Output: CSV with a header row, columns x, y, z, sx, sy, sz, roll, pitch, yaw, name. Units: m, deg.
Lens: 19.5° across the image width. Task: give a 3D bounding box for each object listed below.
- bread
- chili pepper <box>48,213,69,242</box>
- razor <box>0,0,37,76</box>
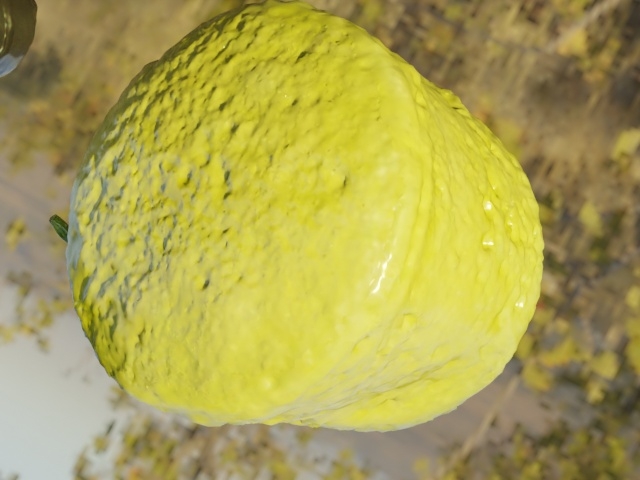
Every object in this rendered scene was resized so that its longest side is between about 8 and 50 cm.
x,y,z,sx,sy,sz,roll,pitch,yaw,name
0.000,0.000,1.523,0.348,0.348,0.308,22,180,44,bread
-0.203,-0.006,1.650,0.083,0.030,0.017,2,148,-39,chili pepper
-0.327,-0.219,1.380,0.107,0.189,0.327,-16,173,15,razor
